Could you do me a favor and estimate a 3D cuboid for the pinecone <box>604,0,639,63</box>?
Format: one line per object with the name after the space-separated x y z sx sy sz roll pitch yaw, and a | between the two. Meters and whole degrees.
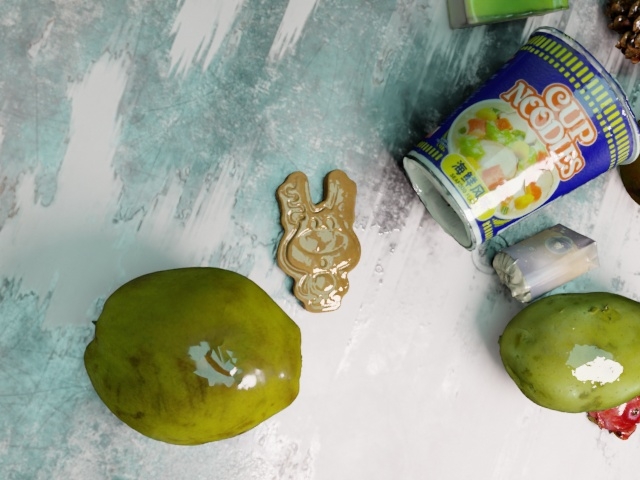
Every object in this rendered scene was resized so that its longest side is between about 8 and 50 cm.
0.586 -0.393 1.810 0.174 0.173 0.173 1 87 -17 | pinecone

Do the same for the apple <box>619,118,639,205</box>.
0.633 -0.143 1.810 0.196 0.157 0.196 -1 93 -24 | apple

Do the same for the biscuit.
-0.003 0.001 1.679 0.144 0.040 0.236 -3 86 -11 | biscuit

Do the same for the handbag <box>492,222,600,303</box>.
0.377 0.038 1.744 0.173 0.117 0.095 -26 114 -14 | handbag

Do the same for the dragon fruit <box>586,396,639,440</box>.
0.532 0.289 1.806 0.112 0.068 0.126 -9 92 -17 | dragon fruit

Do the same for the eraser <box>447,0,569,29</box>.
0.311 -0.512 1.764 0.210 0.092 0.274 -11 89 -18 | eraser

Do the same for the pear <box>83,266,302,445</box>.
-0.184 0.170 1.510 0.321 0.269 0.269 14 83 -2 | pear

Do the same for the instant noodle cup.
0.312 -0.149 1.672 0.312 0.284 0.284 -36 98 -6 | instant noodle cup

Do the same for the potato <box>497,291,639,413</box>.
0.452 0.187 1.715 0.304 0.216 0.215 2 87 -24 | potato
